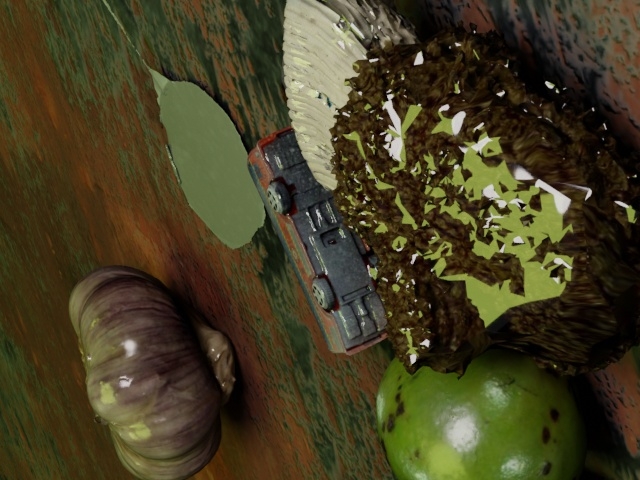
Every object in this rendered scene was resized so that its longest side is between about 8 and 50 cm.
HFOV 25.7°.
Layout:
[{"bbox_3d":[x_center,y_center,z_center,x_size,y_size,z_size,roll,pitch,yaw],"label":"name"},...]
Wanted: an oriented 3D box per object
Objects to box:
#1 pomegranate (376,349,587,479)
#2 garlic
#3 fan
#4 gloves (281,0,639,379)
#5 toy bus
[{"bbox_3d":[0.112,0.150,0.998,0.156,0.156,0.220,44,149,36],"label":"pomegranate"},{"bbox_3d":[-0.173,0.136,1.504,0.245,0.160,0.245,156,90,-84],"label":"garlic"},{"bbox_3d":[-0.143,-0.132,1.374,0.310,0.010,0.182,58,152,9],"label":"fan"},{"bbox_3d":[0.085,-0.034,0.897,0.312,0.135,0.210,36,122,36],"label":"gloves"},{"bbox_3d":[0.000,0.000,1.169,0.192,0.065,0.077,66,160,0],"label":"toy bus"}]
